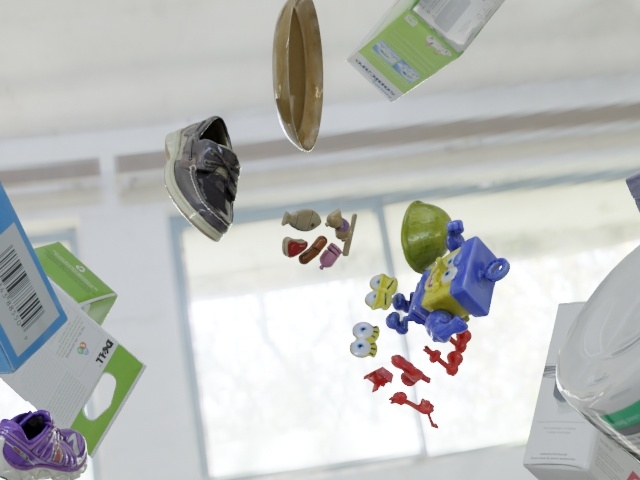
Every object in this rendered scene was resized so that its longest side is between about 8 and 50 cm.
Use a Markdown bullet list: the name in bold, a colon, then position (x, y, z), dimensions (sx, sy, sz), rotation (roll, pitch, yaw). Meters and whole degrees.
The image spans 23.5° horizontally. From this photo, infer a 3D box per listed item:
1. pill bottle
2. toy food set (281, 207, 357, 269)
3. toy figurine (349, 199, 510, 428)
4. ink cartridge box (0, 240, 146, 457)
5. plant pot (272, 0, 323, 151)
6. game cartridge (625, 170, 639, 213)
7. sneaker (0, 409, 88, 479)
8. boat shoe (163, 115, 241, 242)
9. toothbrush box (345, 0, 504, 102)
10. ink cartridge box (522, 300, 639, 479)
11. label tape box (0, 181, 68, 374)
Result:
- **pill bottle**: position (0.399, 0.165, 1.343), dimensions (0.361, 0.204, 0.204), rotation (40, -40, -13)
- **toy food set**: position (0.000, 0.000, 1.834), dimensions (0.122, 0.078, 0.019), rotation (-5, 24, -43)
- **toy figurine**: position (0.211, 0.068, 2.232), dimensions (0.191, 0.362, 0.217), rotation (41, -45, -19)
- **ink cartridge box**: position (-0.355, 0.156, 2.208), dimensions (0.189, 0.255, 0.097), rotation (-58, -17, 24)
- **plant pot**: position (-0.034, -0.247, 2.250), dimensions (0.032, 0.236, 0.236), rotation (1, -19, 12)
- **game cartridge**: position (0.626, -0.049, 2.245), dimensions (0.068, 0.230, 0.355), rotation (-34, 7, -41)
- **sneaker**: position (-0.281, 0.206, 1.571), dimensions (0.068, 0.071, 0.170), rotation (23, 3, 17)
- **boat shoe**: position (-0.160, -0.099, 2.186), dimensions (0.092, 0.285, 0.103), rotation (-40, -64, 12)
- **toothbrush box**: position (0.191, -0.377, 2.612), dimensions (0.122, 0.206, 0.283), rotation (41, -21, -7)
- **ink cartridge box**: position (0.330, 0.200, 1.824), dimensions (0.092, 0.218, 0.158), rotation (-2, -32, 37)
- **label tape box**: position (-0.466, 0.019, 1.609), dimensions (0.348, 0.249, 0.115), rotation (-5, 29, 35)
